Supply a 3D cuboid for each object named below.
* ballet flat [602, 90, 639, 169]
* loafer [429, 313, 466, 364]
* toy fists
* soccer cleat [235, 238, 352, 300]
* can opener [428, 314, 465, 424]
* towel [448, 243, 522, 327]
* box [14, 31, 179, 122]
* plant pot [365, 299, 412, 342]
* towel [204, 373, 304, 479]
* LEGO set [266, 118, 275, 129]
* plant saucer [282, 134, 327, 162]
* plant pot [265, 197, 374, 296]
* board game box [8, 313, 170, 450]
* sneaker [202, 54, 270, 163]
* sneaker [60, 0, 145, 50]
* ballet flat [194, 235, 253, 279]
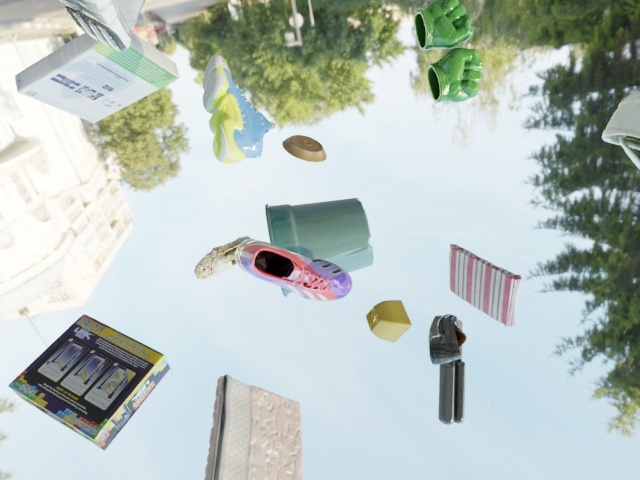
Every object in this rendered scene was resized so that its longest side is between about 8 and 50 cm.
[{"bbox_3d":[0.684,-0.120,0.742,0.139,0.139,0.400,-22,-127,-18],"label":"ballet flat"},{"bbox_3d":[0.278,0.207,0.890,0.061,0.062,0.170,-8,-163,29],"label":"loafer"},{"bbox_3d":[0.360,-0.521,1.154,0.142,0.279,0.096,-16,-177,-7],"label":"toy fists"},{"bbox_3d":[-0.048,0.083,1.023,0.318,0.109,0.116,22,177,-23],"label":"soccer cleat"},{"bbox_3d":[0.348,0.351,1.168,0.075,0.284,0.095,5,175,-25],"label":"can opener"},{"bbox_3d":[0.386,0.104,1.013,0.029,0.144,0.197,-22,-146,-23],"label":"towel"},{"bbox_3d":[-0.571,-0.427,1.101,0.321,0.059,0.232,-18,170,17],"label":"box"},{"bbox_3d":[0.164,0.200,1.069,0.083,0.081,0.081,13,-140,-29],"label":"plant pot"},{"bbox_3d":[-0.156,0.550,1.114,0.053,0.317,0.332,-32,-140,26],"label":"towel"},{"bbox_3d":[-0.275,-0.418,1.523,0.227,0.087,0.093,-36,-107,-28],"label":"LEGO set"},{"bbox_3d":[-0.026,-0.166,0.747,0.083,0.015,0.083,15,-144,-11],"label":"plant saucer"},{"bbox_3d":[0.000,0.000,1.514,0.333,0.341,0.341,-13,-151,-2],"label":"plant pot"},{"bbox_3d":[-0.341,0.205,0.635,0.170,0.048,0.141,20,-132,18],"label":"board game box"},{"bbox_3d":[-0.181,-0.279,0.919,0.126,0.240,0.091,-2,171,-34],"label":"sneaker"},{"bbox_3d":[-0.220,-0.302,0.413,0.132,0.086,0.228,-64,-172,-9],"label":"sneaker"},{"bbox_3d":[-0.293,0.052,1.357,0.077,0.091,0.241,15,-143,36],"label":"ballet flat"}]
